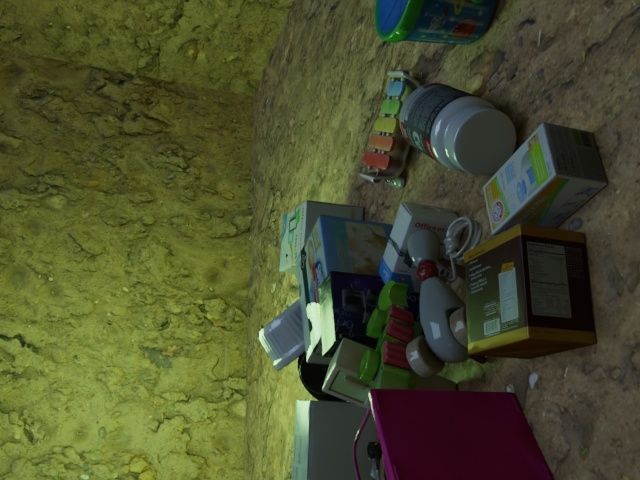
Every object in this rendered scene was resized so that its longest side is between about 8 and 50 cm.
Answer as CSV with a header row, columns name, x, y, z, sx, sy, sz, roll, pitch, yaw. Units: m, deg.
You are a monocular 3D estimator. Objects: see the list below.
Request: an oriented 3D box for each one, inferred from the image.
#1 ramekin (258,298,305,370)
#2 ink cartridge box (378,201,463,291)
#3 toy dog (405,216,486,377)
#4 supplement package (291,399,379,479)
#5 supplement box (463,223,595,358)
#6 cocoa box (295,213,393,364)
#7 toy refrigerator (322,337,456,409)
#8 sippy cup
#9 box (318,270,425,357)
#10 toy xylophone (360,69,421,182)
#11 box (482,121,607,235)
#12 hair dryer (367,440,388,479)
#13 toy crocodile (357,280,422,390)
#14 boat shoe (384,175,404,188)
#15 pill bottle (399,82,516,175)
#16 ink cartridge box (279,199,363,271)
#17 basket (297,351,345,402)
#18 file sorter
name,x,y,z,sx,sy,sz,roll,pitch,yaw
ramekin,-0.061,0.250,2.055,0.127,0.273,0.273,51,154,2
ink cartridge box,0.232,0.020,1.616,0.082,0.140,0.190,-111,33,-59
toy dog,0.274,0.133,1.447,0.220,0.161,0.333,-17,53,46
supplement package,0.041,0.573,1.893,0.145,0.204,0.261,146,129,-69
supplement box,0.356,0.095,1.215,0.191,0.129,0.194,138,136,-65
cocoa box,0.084,0.137,1.884,0.228,0.232,0.347,116,154,-46
toy refrigerator,0.149,0.323,1.519,0.094,0.270,0.102,-68,2,-49
sippy cup,0.269,-0.552,1.591,0.305,0.224,0.240,-101,26,-44
box,0.137,0.185,1.651,0.103,0.261,0.184,124,148,-56
toy xylophone,0.192,-0.312,1.952,0.236,0.081,0.322,-167,89,-72
box,0.389,-0.097,1.231,0.203,0.103,0.114,124,149,-55
hair dryer,0.192,0.619,1.666,0.293,0.080,0.223,-177,78,-78
toy crocodile,0.156,0.221,1.469,0.340,0.115,0.105,-75,6,-54
boat shoe,0.205,-0.167,1.951,0.100,0.035,0.035,-139,58,-70
pill bottle,0.291,-0.241,1.501,0.283,0.161,0.161,-124,44,-65
ink cartridge box,0.000,0.000,2.260,0.270,0.197,0.198,152,123,-69
basket,0.013,0.377,1.985,0.204,0.154,0.227,50,174,12
file sorter,0.222,0.406,1.255,0.202,0.291,0.182,-104,24,-49
